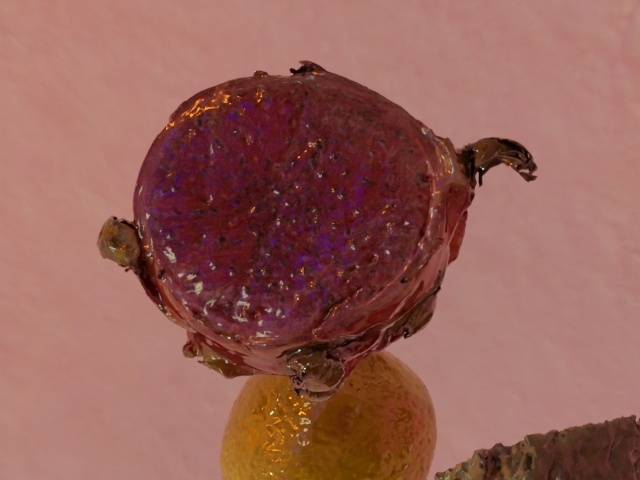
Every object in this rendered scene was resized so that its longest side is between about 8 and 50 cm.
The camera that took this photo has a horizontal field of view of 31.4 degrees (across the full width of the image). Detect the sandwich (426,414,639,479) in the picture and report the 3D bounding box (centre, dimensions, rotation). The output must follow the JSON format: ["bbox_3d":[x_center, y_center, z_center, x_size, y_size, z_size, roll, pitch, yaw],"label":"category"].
[{"bbox_3d":[0.225,0.286,0.891,0.325,0.131,0.262,46,54,-4],"label":"sandwich"}]

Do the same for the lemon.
[{"bbox_3d":[0.004,0.226,1.237,0.228,0.228,0.253,35,87,0],"label":"lemon"}]

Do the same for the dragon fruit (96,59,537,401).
[{"bbox_3d":[0.000,0.000,0.767,0.282,0.147,0.211,-11,68,-1],"label":"dragon fruit"}]
